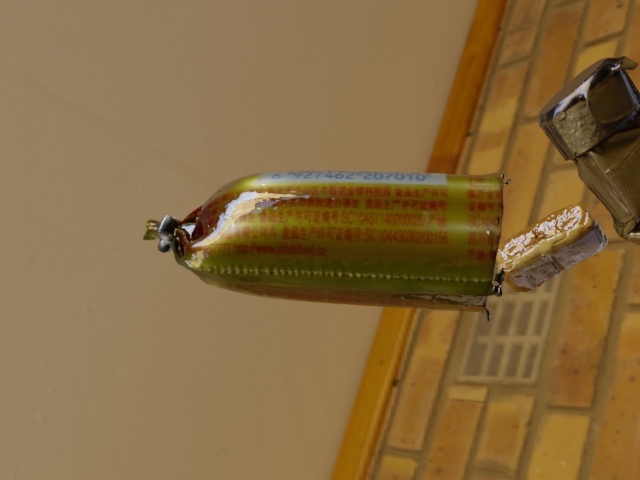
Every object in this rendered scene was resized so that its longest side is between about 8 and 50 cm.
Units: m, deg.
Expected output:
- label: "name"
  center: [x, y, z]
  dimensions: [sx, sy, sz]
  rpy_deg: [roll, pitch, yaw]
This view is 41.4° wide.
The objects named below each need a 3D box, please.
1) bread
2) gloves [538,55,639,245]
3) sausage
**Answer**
- label: "bread"
  center: [0.273, 0.010, 1.015]
  dimensions: [0.074, 0.132, 0.053]
  rpy_deg: [47, -161, -49]
- label: "gloves"
  center: [0.376, -0.049, 0.891]
  dimensions: [0.331, 0.141, 0.154]
  rpy_deg: [41, -160, -2]
- label: "sausage"
  center: [0.000, 0.002, 0.732]
  dimensions: [0.117, 0.317, 0.125]
  rpy_deg: [84, -172, -55]
